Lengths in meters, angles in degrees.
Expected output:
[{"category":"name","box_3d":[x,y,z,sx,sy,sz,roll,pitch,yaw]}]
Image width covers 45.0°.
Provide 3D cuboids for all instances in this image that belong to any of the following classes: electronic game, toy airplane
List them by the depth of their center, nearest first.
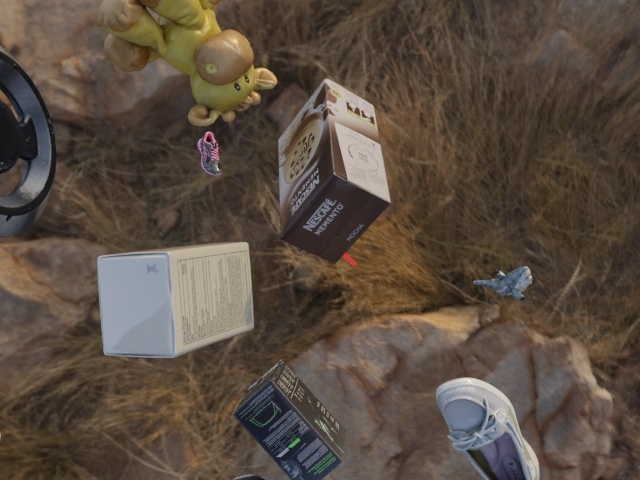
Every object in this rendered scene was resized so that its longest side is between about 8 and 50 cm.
[{"category":"electronic game","box_3d":[-0.368,-0.116,0.847,0.048,0.229,0.229,-8,72,17]},{"category":"toy airplane","box_3d":[0.000,0.000,1.452,0.151,0.151,0.028,44,123,27]}]

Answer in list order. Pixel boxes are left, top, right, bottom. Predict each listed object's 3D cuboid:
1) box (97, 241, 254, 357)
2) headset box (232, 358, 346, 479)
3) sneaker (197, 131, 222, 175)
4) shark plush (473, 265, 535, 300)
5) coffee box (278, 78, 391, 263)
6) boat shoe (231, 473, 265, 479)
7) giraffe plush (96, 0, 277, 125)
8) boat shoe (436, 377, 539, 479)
[{"category":"box","box_3d":[-0.212,0.084,1.176,0.127,0.232,0.148,-2,92,24]},{"category":"headset box","box_3d":[-0.063,0.466,1.944,0.131,0.246,0.283,-42,91,5]},{"category":"sneaker","box_3d":[-0.265,-0.213,1.879,0.057,0.047,0.119,-51,53,45]},{"category":"shark plush","box_3d":[0.440,0.091,1.847,0.073,0.067,0.161,-43,22,-23]},{"category":"coffee box","box_3d":[0.016,-0.128,1.376,0.168,0.119,0.297,-49,29,32]},{"category":"boat shoe","box_3d":[-0.247,0.650,1.878,0.096,0.335,0.112,13,103,44]},{"category":"giraffe plush","box_3d":[-0.151,-0.234,0.965,0.181,0.210,0.170,-41,79,-1]},{"category":"boat shoe","box_3d":[0.313,0.374,1.405,0.118,0.320,0.103,-24,28,18]}]
